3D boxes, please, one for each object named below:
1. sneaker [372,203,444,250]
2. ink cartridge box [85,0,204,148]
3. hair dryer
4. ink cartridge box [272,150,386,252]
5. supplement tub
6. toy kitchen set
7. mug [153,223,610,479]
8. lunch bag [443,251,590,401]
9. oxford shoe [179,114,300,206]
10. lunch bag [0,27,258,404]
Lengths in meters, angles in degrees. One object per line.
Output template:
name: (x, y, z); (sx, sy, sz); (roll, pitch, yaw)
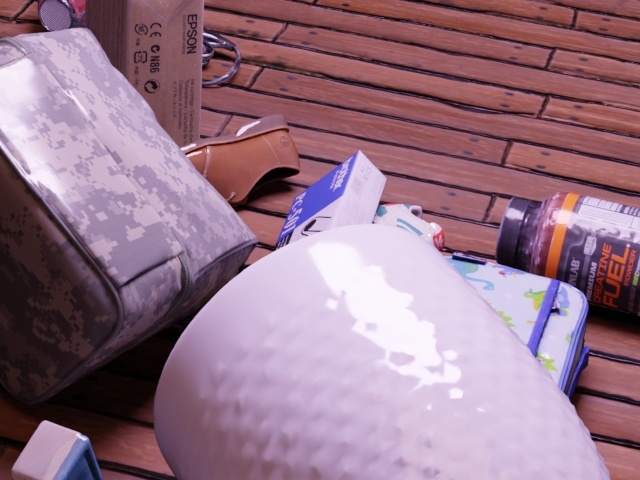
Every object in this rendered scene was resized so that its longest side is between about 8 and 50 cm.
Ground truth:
sneaker: (0.095, 0.008, 1.797); (0.075, 0.057, 0.161); (-11, 33, -12)
ink cartridge box: (-0.193, -0.212, 1.941); (0.088, 0.234, 0.193); (-7, 36, -17)
hair dryer: (-0.235, -0.267, 2.193); (0.224, 0.080, 0.293); (7, 35, -26)
ink cartridge box: (0.000, 0.000, 1.762); (0.046, 0.097, 0.207); (45, 30, -16)
supplement tub: (0.276, 0.013, 1.769); (0.198, 0.106, 0.106); (13, 34, 15)
toy kitchen set: (-0.179, 0.272, 1.345); (0.166, 0.122, 0.207); (18, 56, 19)
mug: (0.028, 0.215, 1.314); (0.374, 0.276, 0.328); (-31, 48, -10)
lunch bag: (0.150, 0.107, 1.628); (0.176, 0.090, 0.219); (16, 36, 12)
oxford shoe: (-0.116, -0.064, 1.882); (0.212, 0.076, 0.076); (-21, 80, -18)
lunch bag: (-0.220, -0.036, 1.622); (0.305, 0.212, 0.256); (52, 43, 5)
